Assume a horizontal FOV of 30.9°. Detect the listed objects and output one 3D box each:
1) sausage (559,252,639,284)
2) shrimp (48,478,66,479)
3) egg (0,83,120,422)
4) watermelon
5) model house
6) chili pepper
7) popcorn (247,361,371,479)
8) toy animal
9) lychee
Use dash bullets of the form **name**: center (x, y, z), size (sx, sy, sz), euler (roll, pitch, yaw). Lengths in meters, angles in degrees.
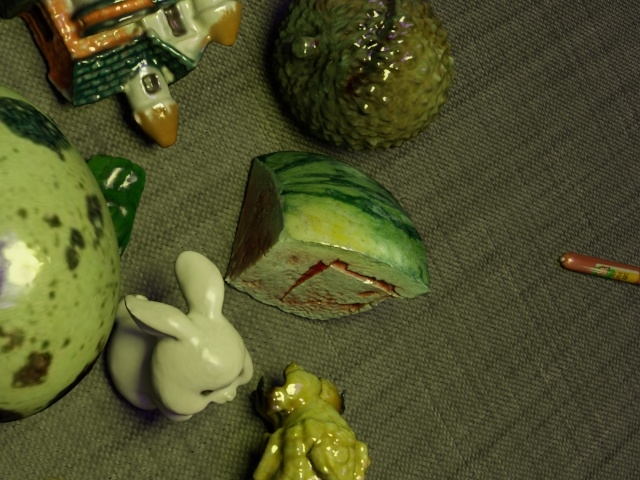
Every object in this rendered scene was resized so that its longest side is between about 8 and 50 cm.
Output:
- **sausage**: center (0.475, 0.048, 1.902), size (0.223, 0.029, 0.029), euler (11, 77, -30)
- **shrimp**: center (-0.323, 0.405, 1.324), size (0.117, 0.066, 0.262), euler (25, 72, -27)
- **egg**: center (-0.361, 0.004, 1.226), size (0.287, 0.287, 0.380), euler (-6, 81, -33)
- **watermelon**: center (0.000, 0.000, 1.564), size (0.212, 0.201, 0.262), euler (21, 29, -27)
- **model house**: center (-0.222, -0.263, 1.416), size (0.271, 0.190, 0.301), euler (-27, 98, -34)
- **chili pepper**: center (-0.282, 0.012, 1.401), size (0.099, 0.083, 0.254), euler (20, 76, -32)
- **popcorn**: center (-0.023, 0.273, 1.490), size (0.173, 0.168, 0.195), euler (1, 44, -21)
- **toy animal**: center (-0.176, 0.124, 1.391), size (0.127, 0.193, 0.179), euler (-30, 91, -33)
- **lychee**: center (0.066, -0.242, 1.556), size (0.274, 0.255, 0.255), euler (3, 81, -37)
